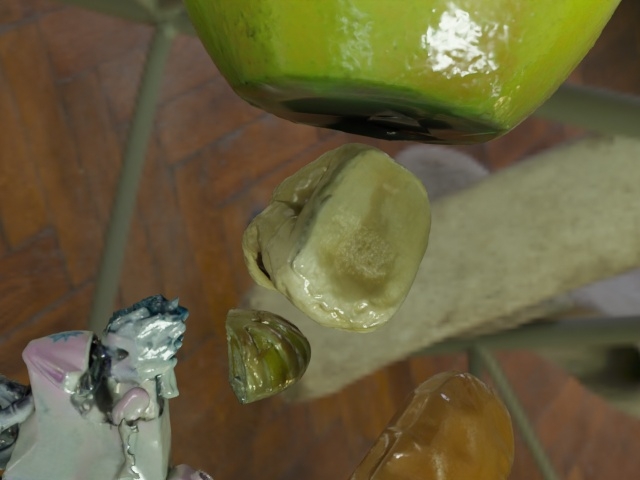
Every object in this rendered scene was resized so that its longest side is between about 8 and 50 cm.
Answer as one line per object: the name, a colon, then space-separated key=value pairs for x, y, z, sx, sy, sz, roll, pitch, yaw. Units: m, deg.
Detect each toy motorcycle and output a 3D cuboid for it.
toy motorcycle: x=-0.145 y=0.139 z=1.165 sx=0.239 sy=0.204 sz=0.108 roll=32 pitch=13 yaw=-19

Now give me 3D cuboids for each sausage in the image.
sausage: x=0.099 y=0.240 z=1.501 sx=0.136 sy=0.120 sz=0.241 roll=48 pitch=62 yaw=-23

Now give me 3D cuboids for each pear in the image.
pear: x=0.061 y=-0.173 z=1.249 sx=0.399 sy=0.398 sz=0.165 roll=12 pitch=81 yaw=-58

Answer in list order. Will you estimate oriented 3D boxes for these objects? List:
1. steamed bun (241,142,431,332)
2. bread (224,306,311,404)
steamed bun: x=0.000 y=0.000 z=1.434 sx=0.141 sy=0.155 sz=0.172 roll=43 pitch=65 yaw=-31
bread: x=-0.057 y=0.118 z=1.611 sx=0.157 sy=0.094 sz=0.083 roll=-59 pitch=153 yaw=-72
